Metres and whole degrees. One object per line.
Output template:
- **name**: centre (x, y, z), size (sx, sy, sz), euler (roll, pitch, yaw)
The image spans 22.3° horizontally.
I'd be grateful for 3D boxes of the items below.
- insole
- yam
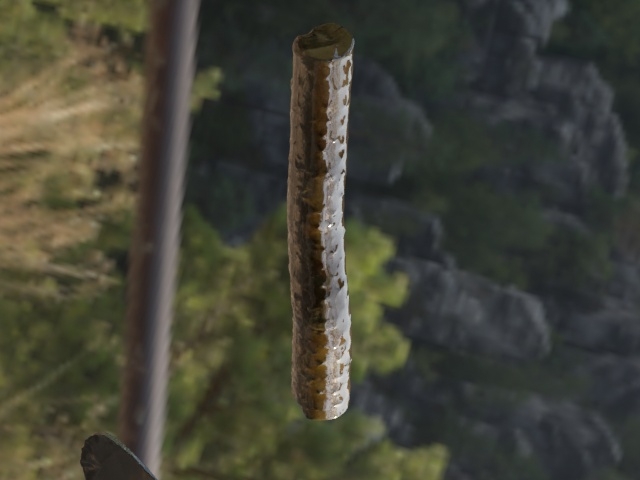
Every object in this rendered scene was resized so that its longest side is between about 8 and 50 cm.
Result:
- **insole**: centre (-0.137, 0.317, 1.597), size (0.012, 0.309, 0.110), euler (-29, 162, -51)
- **yam**: centre (0.000, 0.000, 1.050), size (0.327, 0.045, 0.045), euler (90, 9, -45)
